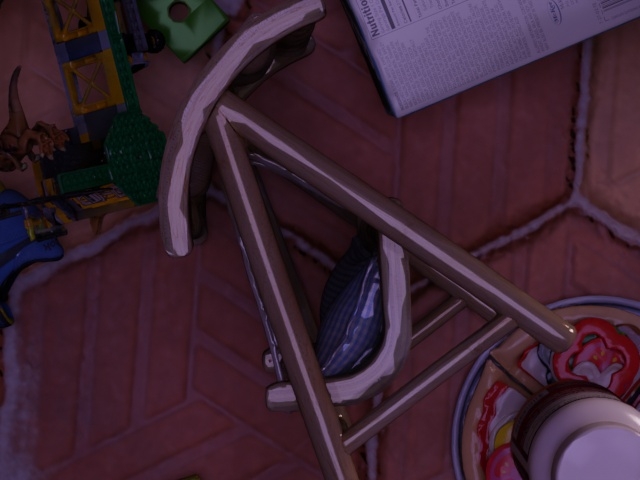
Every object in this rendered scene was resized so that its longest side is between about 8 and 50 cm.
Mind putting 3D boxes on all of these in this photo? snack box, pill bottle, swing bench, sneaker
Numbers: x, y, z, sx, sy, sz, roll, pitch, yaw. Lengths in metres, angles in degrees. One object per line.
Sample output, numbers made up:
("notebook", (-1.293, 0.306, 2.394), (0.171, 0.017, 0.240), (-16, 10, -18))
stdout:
("snack box", (0.070, -0.261, 1.096), (0.187, 0.060, 0.322), (-22, 98, -1))
("pill bottle", (0.169, 0.137, 1.074), (0.086, 0.152, 0.086), (0, 93, 0))
("swing bench", (0.000, 0.000, 1.050), (0.165, 0.253, 0.255), (-37, 91, 0))
("sneaker", (-0.262, 0.053, 1.140), (0.209, 0.069, 0.082), (-43, 95, 0))

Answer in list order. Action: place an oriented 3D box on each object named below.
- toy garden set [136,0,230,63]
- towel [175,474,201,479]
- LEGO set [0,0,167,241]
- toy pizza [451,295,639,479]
("toy garden set", (-0.073, -0.276, 1.147), (0.244, 0.049, 0.204), (-43, 93, 1))
("towel", (-0.085, 0.286, 1.174), (0.102, 0.021, 0.237), (-22, 93, 5))
("LEGO set", (-0.263, -0.086, 1.025), (0.192, 0.331, 0.255), (-12, 102, 35))
("toy pizza", (0.190, 0.138, 1.167), (0.201, 0.032, 0.201), (0, 91, -1))
